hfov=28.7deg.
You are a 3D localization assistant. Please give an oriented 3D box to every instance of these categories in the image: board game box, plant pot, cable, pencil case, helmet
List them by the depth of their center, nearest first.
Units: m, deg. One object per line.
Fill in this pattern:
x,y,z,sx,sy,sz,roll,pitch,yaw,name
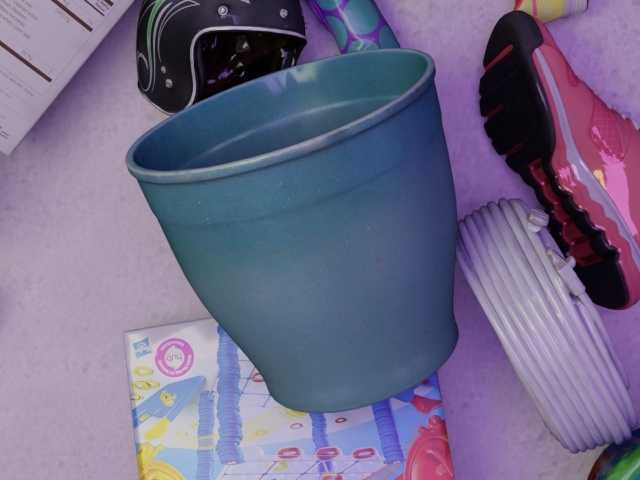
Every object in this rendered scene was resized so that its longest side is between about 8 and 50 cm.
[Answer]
0.000,0.000,1.093,0.271,0.272,0.255,-17,110,1,plant pot
0.210,0.081,1.178,0.089,0.257,0.257,-27,99,5,cable
-0.097,-0.202,1.220,0.169,0.169,0.162,22,110,1,helmet
-0.024,0.219,1.235,0.308,0.086,0.302,-9,77,1,board game box
0.026,-0.226,1.270,0.070,0.064,0.152,-31,90,-15,pencil case

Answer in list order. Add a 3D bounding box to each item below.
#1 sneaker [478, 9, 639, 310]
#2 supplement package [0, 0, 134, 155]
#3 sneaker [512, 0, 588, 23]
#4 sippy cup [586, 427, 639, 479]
0.269,-0.092,1.261,0.136,0.116,0.314,-25,91,-24,sneaker
-0.294,-0.266,1.188,0.293,0.177,0.175,-51,129,1,supplement package
0.187,-0.308,1.259,0.094,0.081,0.209,-27,89,8,sneaker
0.352,0.274,1.193,0.305,0.224,0.240,14,92,1,sippy cup
